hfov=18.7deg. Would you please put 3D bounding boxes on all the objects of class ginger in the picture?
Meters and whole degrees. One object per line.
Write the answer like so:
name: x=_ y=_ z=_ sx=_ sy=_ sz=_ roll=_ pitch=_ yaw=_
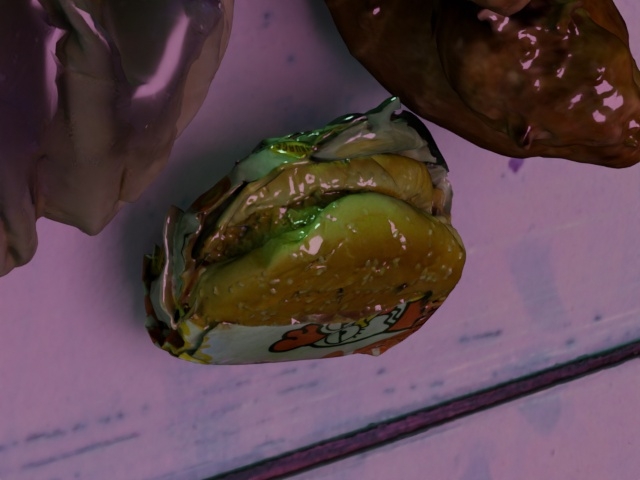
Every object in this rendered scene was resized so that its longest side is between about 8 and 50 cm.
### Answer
ginger: x=0.093 y=-0.172 z=1.215 sx=0.152 sy=0.274 sz=0.357 roll=-46 pitch=127 yaw=-8

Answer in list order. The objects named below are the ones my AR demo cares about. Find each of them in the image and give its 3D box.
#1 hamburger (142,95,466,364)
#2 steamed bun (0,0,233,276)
hamburger: x=0.001 y=-0.003 z=1.235 sx=0.214 sy=0.235 sz=0.125 roll=-6 pitch=64 yaw=-48
steamed bun: x=-0.175 y=-0.116 z=1.068 sx=0.275 sy=0.206 sz=0.320 roll=7 pitch=102 yaw=-41
